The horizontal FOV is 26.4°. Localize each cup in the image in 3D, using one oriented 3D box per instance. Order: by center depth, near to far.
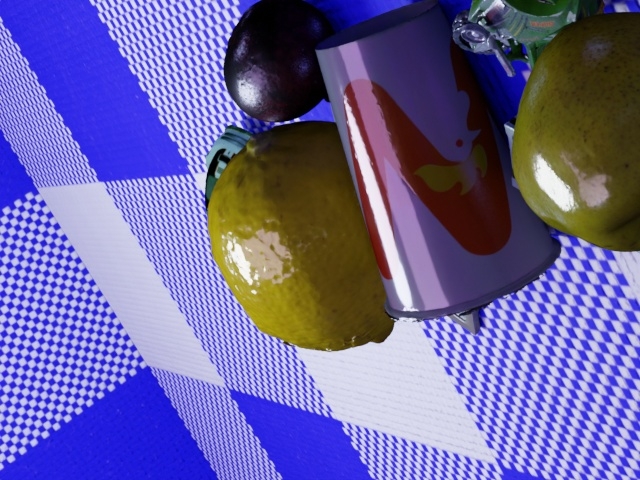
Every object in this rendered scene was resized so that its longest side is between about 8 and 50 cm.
[{"bbox_3d":[0.107,-0.086,1.390,0.203,0.203,0.288,6,121,62],"label":"cup"}]

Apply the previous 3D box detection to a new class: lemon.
[{"bbox_3d":[0.000,0.000,1.597,0.245,0.245,0.319,23,149,53],"label":"lemon"}]

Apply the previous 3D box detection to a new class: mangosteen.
[{"bbox_3d":[-0.037,-0.204,1.568,0.152,0.152,0.152,44,156,25],"label":"mangosteen"}]

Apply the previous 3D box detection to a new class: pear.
[{"bbox_3d":[0.246,-0.085,1.080,0.198,0.198,0.198,44,156,25],"label":"pear"}]

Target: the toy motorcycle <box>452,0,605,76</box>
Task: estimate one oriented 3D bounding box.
[{"bbox_3d":[0.183,-0.200,1.183,0.106,0.074,0.190,18,163,-7],"label":"toy motorcycle"}]

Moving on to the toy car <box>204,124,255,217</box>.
[{"bbox_3d":[-0.084,-0.016,1.948,0.136,0.125,0.305,28,145,48],"label":"toy car"}]

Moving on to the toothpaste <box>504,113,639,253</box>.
[{"bbox_3d":[0.304,-0.028,1.209,0.336,0.067,0.081,33,147,42],"label":"toothpaste"}]

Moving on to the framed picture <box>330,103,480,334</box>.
[{"bbox_3d":[0.105,-0.033,1.674,0.213,0.016,0.289,35,151,40],"label":"framed picture"}]
